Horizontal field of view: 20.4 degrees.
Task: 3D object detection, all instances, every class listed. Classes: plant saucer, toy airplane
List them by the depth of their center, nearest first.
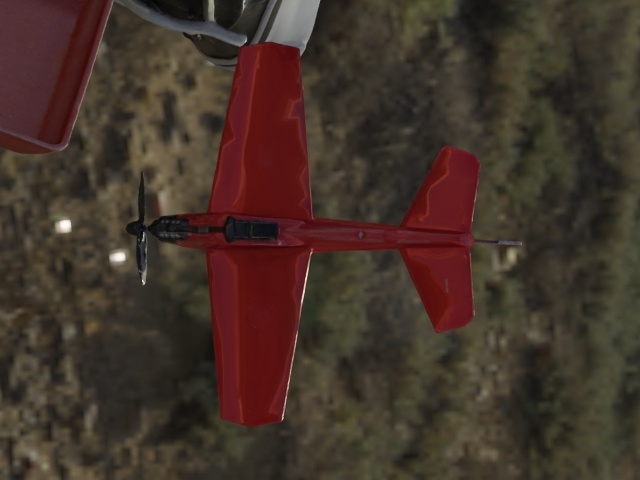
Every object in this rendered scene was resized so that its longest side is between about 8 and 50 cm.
[{"bbox_3d":[0.000,0.000,0.673,0.028,0.151,0.151,27,58,-84],"label":"toy airplane"},{"bbox_3d":[-0.316,-0.185,1.492,0.259,0.047,0.258,20,42,-11],"label":"plant saucer"}]

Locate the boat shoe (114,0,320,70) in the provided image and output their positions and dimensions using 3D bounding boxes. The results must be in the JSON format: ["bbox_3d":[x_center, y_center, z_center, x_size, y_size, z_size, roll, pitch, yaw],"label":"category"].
[{"bbox_3d":[-0.051,-0.144,0.813,0.306,0.105,0.113,158,-76,-76],"label":"boat shoe"}]
